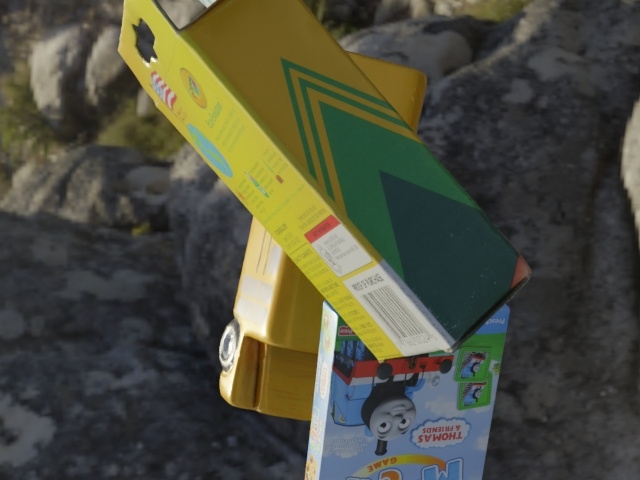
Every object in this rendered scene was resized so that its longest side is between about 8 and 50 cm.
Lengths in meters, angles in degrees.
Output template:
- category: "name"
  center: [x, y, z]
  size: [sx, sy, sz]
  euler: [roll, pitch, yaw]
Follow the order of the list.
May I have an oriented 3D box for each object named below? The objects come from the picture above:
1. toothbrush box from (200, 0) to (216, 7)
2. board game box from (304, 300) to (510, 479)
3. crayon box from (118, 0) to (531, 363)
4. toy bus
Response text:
- category: "toothbrush box"
  center: [-0.101, -0.386, 1.377]
  size: [0.295, 0.126, 0.216]
  euler: [45, 84, -4]
- category: "board game box"
  center: [0.071, 0.152, 1.119]
  size: [0.039, 0.160, 0.211]
  euler: [-135, 47, -60]
- category: "crayon box"
  center: [-0.010, -0.061, 0.917]
  size: [0.318, 0.081, 0.202]
  euler: [49, 167, -2]
- category: "toy bus"
  center: [0.000, 0.000, 1.196]
  size: [0.130, 0.108, 0.332]
  euler: [-168, 90, -68]
